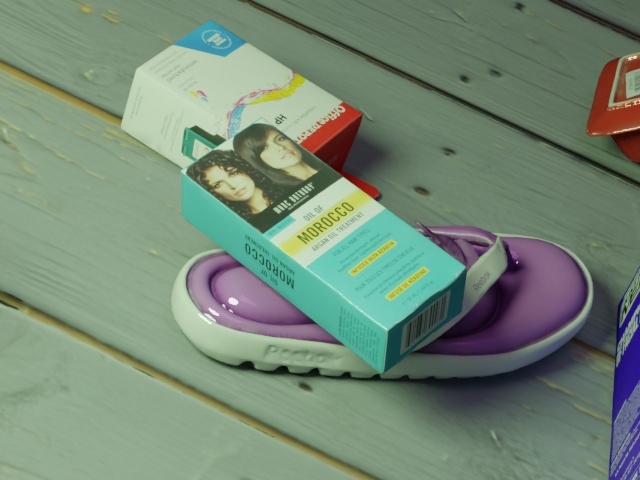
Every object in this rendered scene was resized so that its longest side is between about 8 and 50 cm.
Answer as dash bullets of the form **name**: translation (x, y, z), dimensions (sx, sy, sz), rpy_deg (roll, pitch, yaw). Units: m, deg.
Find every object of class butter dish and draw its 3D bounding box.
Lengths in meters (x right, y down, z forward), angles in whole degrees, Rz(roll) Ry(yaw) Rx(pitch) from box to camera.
- **butter dish**: translation (0.380, -0.133, 1.940), dimensions (0.160, 0.118, 0.160), rpy_deg (-11, 32, 25)

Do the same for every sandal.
- **sandal**: translation (0.076, 0.039, 1.600), dimensions (0.416, 0.102, 0.169), rpy_deg (-6, 46, -27)

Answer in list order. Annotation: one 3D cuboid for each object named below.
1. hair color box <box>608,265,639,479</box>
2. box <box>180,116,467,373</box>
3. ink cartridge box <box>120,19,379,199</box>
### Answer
- **hair color box**: translation (0.359, 0.153, 1.596), dimensions (0.185, 0.110, 0.339), rpy_deg (18, 37, -3)
- **box**: translation (0.000, 0.000, 1.526), dimensions (0.244, 0.060, 0.100), rpy_deg (37, 56, 27)
- **ink cartridge box**: translation (-0.056, -0.102, 1.728), dimensions (0.231, 0.078, 0.134), rpy_deg (32, 40, 13)
